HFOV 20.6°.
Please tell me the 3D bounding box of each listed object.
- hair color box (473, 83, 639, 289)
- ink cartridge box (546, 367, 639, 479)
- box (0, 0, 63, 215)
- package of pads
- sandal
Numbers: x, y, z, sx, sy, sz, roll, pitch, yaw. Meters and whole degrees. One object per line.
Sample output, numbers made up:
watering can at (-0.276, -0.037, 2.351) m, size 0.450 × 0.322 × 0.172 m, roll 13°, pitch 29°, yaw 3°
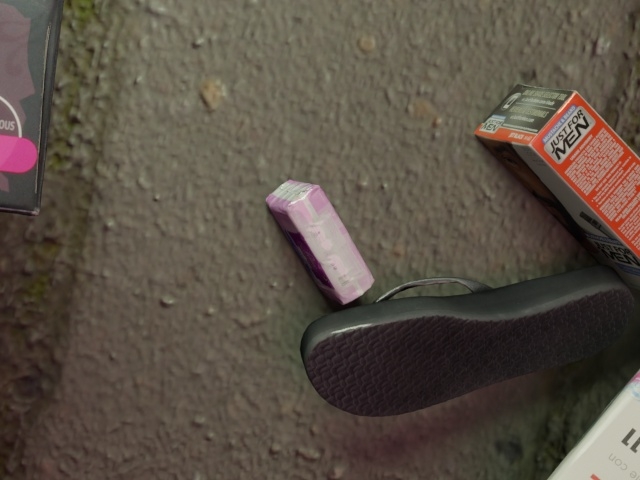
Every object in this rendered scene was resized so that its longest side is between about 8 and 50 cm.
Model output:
hair color box at (0.193, -0.032, 1.218) m, size 0.167 × 0.093 × 0.053 m, roll 45°, pitch 83°, yaw -19°
ink cartridge box at (0.276, 0.180, 1.198) m, size 0.207 × 0.119 × 0.353 m, roll 40°, pitch 73°, yaw 11°
box at (-0.246, -0.105, 0.961) m, size 0.165 × 0.270 × 0.143 m, roll 6°, pitch 96°, yaw -19°
package of pads at (0.000, 0.000, 1.179) m, size 0.032 × 0.050 × 0.083 m, roll -34°, pitch 107°, yaw -11°
sandal at (0.096, 0.062, 1.219) m, size 0.254 × 0.054 × 0.097 m, roll -7°, pitch 133°, yaw -27°
